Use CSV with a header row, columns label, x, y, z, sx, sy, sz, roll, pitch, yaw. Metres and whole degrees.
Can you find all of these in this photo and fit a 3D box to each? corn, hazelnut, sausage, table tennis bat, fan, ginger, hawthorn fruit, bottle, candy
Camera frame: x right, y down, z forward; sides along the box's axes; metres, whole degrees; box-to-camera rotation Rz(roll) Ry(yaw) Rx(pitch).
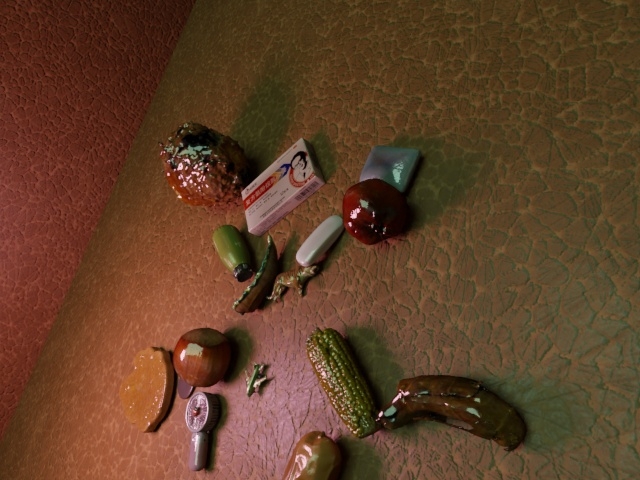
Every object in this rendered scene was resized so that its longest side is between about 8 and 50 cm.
label,x,y,z,sx,sy,sz,roll,pitch,yaw
corn,0.052,0.359,1.071,0.119,0.119,0.322,-45,48,18
hazelnut,-0.415,0.407,1.426,0.214,0.176,0.215,-11,68,30
sausage,-0.029,0.603,1.030,0.136,0.120,0.241,24,88,34
table tennis bat,-0.533,0.511,1.529,0.107,0.119,0.170,38,100,44
fan,-0.407,0.644,1.387,0.130,0.074,0.244,-18,61,35
ginger,0.271,0.357,0.885,0.309,0.107,0.133,-5,92,40
hawthorn fruit,0.148,-0.092,1.158,0.185,0.185,0.202,-41,32,21
bottle,-0.327,0.052,1.553,0.112,0.112,0.260,-49,46,14
candy,0.203,-0.217,1.222,0.174,0.071,0.138,20,86,46

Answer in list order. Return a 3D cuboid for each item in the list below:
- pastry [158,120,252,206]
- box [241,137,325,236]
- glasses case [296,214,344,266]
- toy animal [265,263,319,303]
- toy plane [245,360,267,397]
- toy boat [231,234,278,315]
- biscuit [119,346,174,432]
label,x,y,z,sx,sy,sz,roll,pitch,yaw
pastry,-0.490,-0.320,1.708,0.405,0.337,0.292,-2,48,40
box,-0.153,-0.198,1.544,0.353,0.069,0.214,-36,51,23
glasses case,0.000,0.000,1.302,0.197,0.049,0.076,-49,41,-8
toy animal,-0.095,0.140,1.350,0.241,0.056,0.099,-22,51,36
toy plane,-0.213,0.450,1.321,0.102,0.040,0.111,-1,72,44
toy boat,-0.208,0.130,1.421,0.099,0.108,0.293,28,91,18
biscuit,-0.715,0.604,1.695,0.351,0.057,0.312,2,73,41
